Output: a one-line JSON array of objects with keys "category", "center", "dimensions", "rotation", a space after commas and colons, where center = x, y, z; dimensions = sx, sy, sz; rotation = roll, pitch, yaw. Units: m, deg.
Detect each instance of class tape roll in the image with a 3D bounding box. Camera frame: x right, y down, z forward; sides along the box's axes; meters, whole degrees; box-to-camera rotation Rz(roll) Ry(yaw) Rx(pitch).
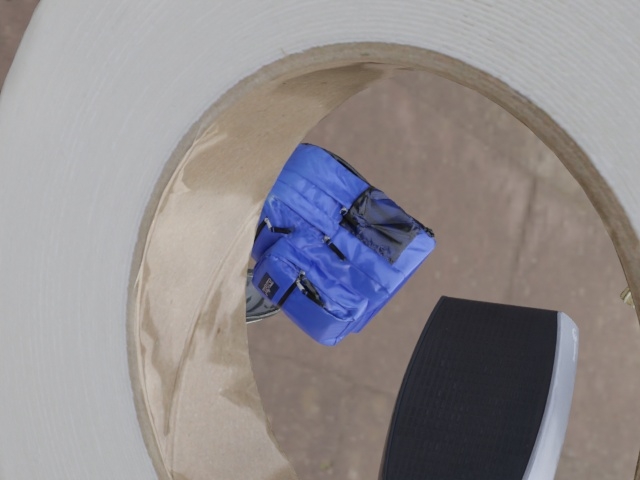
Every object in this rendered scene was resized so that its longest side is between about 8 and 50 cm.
[{"category": "tape roll", "center": [0.033, 0.038, 0.455], "dimensions": [0.072, 0.392, 0.392], "rotation": [-8, 100, -55]}]

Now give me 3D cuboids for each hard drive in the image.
[{"category": "hard drive", "center": [0.154, 0.166, 1.296], "dimensions": [0.054, 0.172, 0.254], "rotation": [74, 30, -49]}]

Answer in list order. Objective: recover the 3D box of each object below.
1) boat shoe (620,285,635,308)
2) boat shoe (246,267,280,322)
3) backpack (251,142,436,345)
[{"category": "boat shoe", "center": [0.287, -0.007, 1.010], "dimensions": [0.153, 0.048, 0.056], "rotation": [-58, 164, -5]}, {"category": "boat shoe", "center": [-0.150, 0.074, 1.709], "dimensions": [0.233, 0.079, 0.084], "rotation": [4, 94, -19]}, {"category": "backpack", "center": [0.000, 0.000, 0.881], "dimensions": [0.120, 0.098, 0.101], "rotation": [43, 58, 5]}]
